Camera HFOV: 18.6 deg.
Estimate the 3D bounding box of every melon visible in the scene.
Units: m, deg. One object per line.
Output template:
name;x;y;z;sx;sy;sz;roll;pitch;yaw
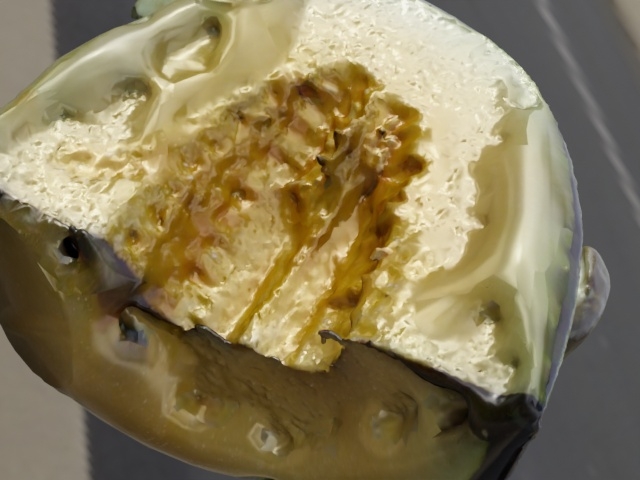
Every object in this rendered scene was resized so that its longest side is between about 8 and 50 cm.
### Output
melon;0.000;0.000;0.496;0.160;0.128;0.079;22;-28;21

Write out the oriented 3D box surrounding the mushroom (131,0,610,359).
mushroom;0.020;-0.014;0.968;0.333;0.107;0.087;31;20;-40
